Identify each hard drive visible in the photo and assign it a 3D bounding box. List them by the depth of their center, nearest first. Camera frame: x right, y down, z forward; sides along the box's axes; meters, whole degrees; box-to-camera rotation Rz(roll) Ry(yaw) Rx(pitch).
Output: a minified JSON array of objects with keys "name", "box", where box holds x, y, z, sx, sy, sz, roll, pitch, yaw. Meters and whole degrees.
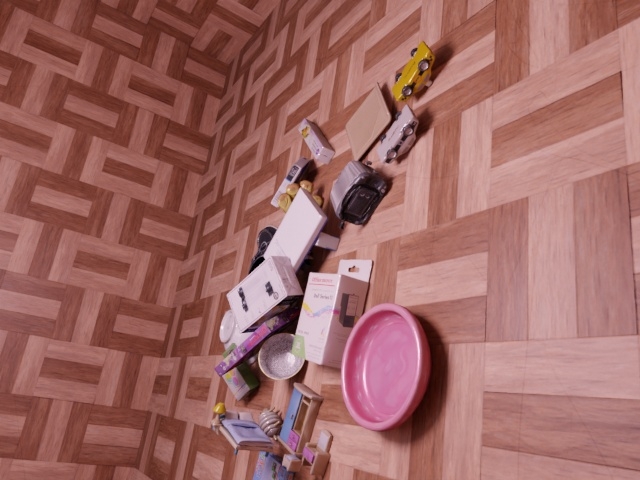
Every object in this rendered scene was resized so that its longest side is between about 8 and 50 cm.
[{"name":"hard drive","box":[-0.098,-0.009,1.882,0.319,0.040,0.210,-59,38,21]}]

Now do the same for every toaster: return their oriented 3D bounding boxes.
[{"name":"toaster","box":[0.118,-0.159,1.718,0.227,0.129,0.147,-59,27,25]}]

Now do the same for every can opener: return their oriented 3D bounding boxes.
[{"name":"can opener","box":[-0.106,0.023,2.051,0.093,0.074,0.280,-62,29,17]}]

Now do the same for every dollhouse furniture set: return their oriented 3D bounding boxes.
[{"name":"dollhouse furniture set","box":[-0.153,0.559,1.575,0.286,0.303,0.198,9,82,61]}]

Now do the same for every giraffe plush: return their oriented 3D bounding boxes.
[{"name":"giraffe plush","box":[-0.094,-0.132,2.072,0.170,0.181,0.211,-167,61,-71]}]

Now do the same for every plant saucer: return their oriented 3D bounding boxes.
[{"name":"plant saucer","box":[0.180,0.337,1.355,0.332,0.084,0.333,-39,41,44]}]

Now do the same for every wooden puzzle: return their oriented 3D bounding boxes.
[{"name":"wooden puzzle","box":[0.177,-0.429,1.868,0.239,0.044,0.221,-53,33,38]}]

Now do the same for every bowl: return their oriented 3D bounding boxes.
[{"name":"bowl","box":[-0.129,0.425,1.818,0.080,0.169,0.170,69,-162,-58]},{"name":"bowl","box":[-0.347,0.384,2.196,0.297,0.134,0.298,-36,45,46]}]

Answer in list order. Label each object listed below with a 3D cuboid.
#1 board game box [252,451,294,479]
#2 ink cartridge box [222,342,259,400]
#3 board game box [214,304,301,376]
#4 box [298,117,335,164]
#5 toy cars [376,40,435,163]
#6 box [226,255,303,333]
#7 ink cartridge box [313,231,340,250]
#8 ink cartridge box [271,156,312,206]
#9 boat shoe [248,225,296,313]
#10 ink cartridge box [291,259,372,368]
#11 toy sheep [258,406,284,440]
[{"name":"board game box","box":[-0.167,0.817,1.720,0.211,0.039,0.160,-1,73,59]},{"name":"ink cartridge box","box":[-0.347,0.536,2.074,0.209,0.062,0.109,53,127,18]},{"name":"board game box","box":[-0.235,0.380,1.915,0.347,0.208,0.056,-44,73,32]},{"name":"box","box":[-0.021,-0.432,2.184,0.063,0.067,0.324,-59,32,23]},{"name":"toy cars","box":[0.290,-0.430,1.629,0.176,0.087,0.394,11,86,66]},{"name":"box","box":[-0.208,0.199,1.849,0.290,0.087,0.169,-41,62,32]},{"name":"ink cartridge box","box":[0.000,0.000,1.864,0.122,0.088,0.052,11,84,61]},{"name":"ink cartridge box","box":[-0.120,-0.258,2.174,0.206,0.045,0.208,-57,-1,24]},{"name":"boat shoe","box":[-0.215,0.097,2.117,0.187,0.155,0.500,-56,31,29]},{"name":"ink cartridge box","box":[0.035,0.218,1.641,0.207,0.119,0.354,-5,69,60]},{"name":"toy sheep","box":[-0.176,0.648,1.793,0.091,0.091,0.132,-59,36,21]}]
